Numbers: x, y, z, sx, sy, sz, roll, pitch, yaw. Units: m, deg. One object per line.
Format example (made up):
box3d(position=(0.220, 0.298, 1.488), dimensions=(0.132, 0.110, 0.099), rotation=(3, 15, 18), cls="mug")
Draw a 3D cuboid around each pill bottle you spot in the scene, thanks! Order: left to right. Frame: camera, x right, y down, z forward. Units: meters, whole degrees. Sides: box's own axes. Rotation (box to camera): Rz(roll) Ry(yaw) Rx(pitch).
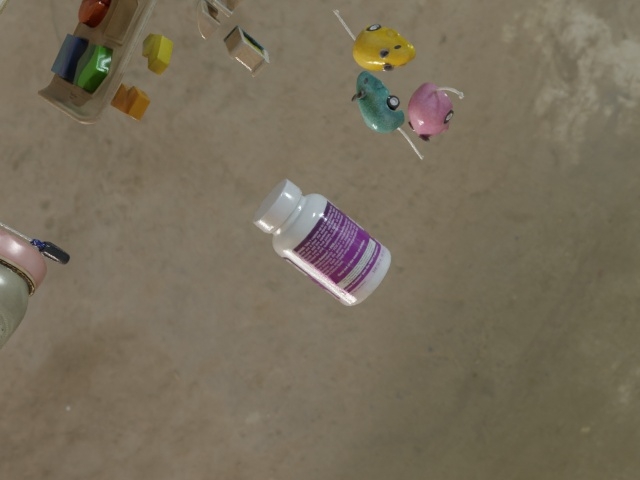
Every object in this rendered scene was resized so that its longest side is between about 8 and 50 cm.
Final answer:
box3d(position=(0.000, 0.000, 1.829), dimensions=(0.301, 0.169, 0.169), rotation=(39, 94, -16), cls="pill bottle")

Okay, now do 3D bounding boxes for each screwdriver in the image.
box3d(position=(-0.448, -0.004, 1.219), dimensions=(0.024, 0.025, 0.170), rotation=(-26, 144, 23), cls="screwdriver")

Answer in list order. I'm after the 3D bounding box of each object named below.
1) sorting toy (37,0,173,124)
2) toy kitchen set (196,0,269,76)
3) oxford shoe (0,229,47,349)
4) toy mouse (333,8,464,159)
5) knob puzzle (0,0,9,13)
box3d(position=(-0.282, -0.267, 1.084), dimensions=(0.041, 0.307, 0.229), rotation=(29, 91, -40), cls="sorting toy")
box3d(position=(-0.113, -0.438, 1.476), dimensions=(0.207, 0.122, 0.166), rotation=(-41, 126, 21), cls="toy kitchen set")
box3d(position=(-0.534, 0.018, 0.932), dimensions=(0.397, 0.146, 0.140), rotation=(18, 145, -9), cls="oxford shoe")
box3d(position=(0.069, -0.122, 0.729), dimensions=(0.031, 0.161, 0.143), rotation=(-38, 135, -21), cls="toy mouse")
box3d(position=(-0.335, -0.137, 0.603), dimensions=(0.213, 0.213, 0.030), rotation=(-45, 142, 1), cls="knob puzzle")
